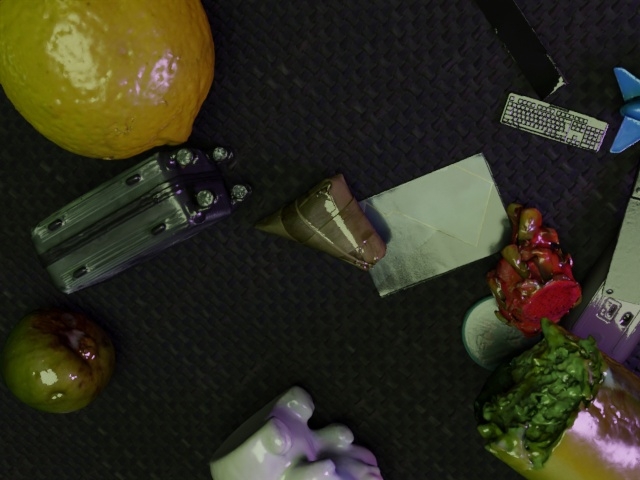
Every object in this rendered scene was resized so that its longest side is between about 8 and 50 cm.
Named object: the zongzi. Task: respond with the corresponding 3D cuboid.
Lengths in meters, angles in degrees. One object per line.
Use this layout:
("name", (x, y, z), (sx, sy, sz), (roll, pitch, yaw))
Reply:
("zongzi", (0.000, 0.000, 1.490), (0.176, 0.078, 0.160), (-32, 91, 26))

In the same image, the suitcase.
("suitcase", (-0.278, -0.039, 1.466), (0.312, 0.202, 0.128), (-28, 89, 17))

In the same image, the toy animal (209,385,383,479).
("toy animal", (-0.006, 0.434, 1.560), (0.368, 0.196, 0.241), (38, 116, 0))

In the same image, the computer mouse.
("computer mouse", (0.456, 0.090, 1.441), (0.120, 0.057, 0.232), (31, 107, 8))

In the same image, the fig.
("fig", (-0.447, 0.202, 1.578), (0.191, 0.181, 0.181), (-19, 103, 37))

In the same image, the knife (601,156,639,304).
("knife", (0.477, -0.029, 1.387), (0.072, 0.019, 0.245), (15, 92, 15))

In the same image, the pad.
("pad", (0.172, -0.022, 1.490), (0.243, 0.004, 0.163), (-22, 101, 16))

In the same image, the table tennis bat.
("table tennis bat", (0.306, 0.178, 1.510), (0.124, 0.033, 0.201), (-29, 95, 13))

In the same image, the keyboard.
("keyboard", (0.347, -0.175, 1.410), (0.155, 0.010, 0.053), (18, 107, 5))

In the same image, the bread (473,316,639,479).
("bread", (0.408, 0.289, 1.380), (0.376, 0.251, 0.208), (39, 108, -20))

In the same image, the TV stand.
("TV stand", (0.268, -0.320, 1.366), (0.049, 0.040, 0.256), (-33, 98, 17))

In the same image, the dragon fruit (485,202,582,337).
("dragon fruit", (0.316, 0.043, 1.421), (0.150, 0.133, 0.207), (-9, 94, 57))

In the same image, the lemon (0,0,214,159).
("lemon", (-0.311, -0.281, 1.344), (0.336, 0.336, 0.336), (3, 106, 10))

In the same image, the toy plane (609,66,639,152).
("toy plane", (0.548, -0.179, 1.327), (0.271, 0.105, 0.254), (3, 91, 13))
